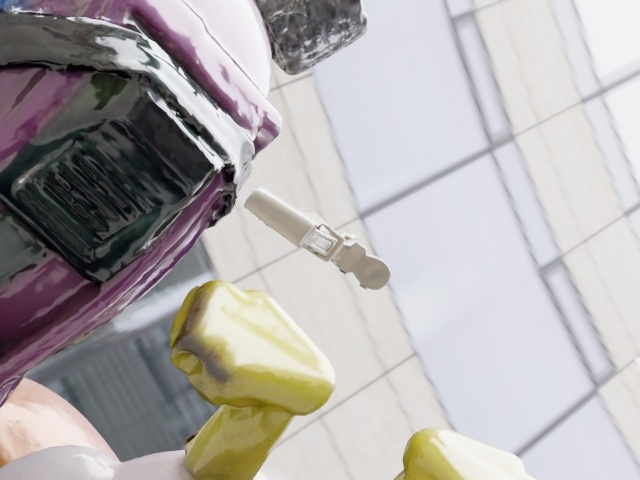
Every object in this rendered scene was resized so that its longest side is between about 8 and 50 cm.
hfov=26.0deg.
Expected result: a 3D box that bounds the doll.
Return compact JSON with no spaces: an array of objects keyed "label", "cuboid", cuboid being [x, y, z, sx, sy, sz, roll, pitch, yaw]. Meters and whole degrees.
[{"label":"doll","cuboid":[-0.073,0.169,0.462,0.160,0.094,0.365,33,-51,-4]}]

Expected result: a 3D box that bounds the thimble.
[{"label":"thimble","cuboid":[-0.022,-0.156,0.852,0.104,0.066,0.095,49,-9,46]}]

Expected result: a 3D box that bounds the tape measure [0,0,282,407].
[{"label":"tape measure","cuboid":[-0.140,-0.046,0.556,0.245,0.232,0.149,-33,-52,13]}]

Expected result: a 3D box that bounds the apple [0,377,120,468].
[{"label":"apple","cuboid":[-0.229,0.209,0.861,0.206,0.251,0.272,92,-5,-69]}]

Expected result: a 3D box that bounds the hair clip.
[{"label":"hair clip","cuboid":[0.000,0.000,1.304,0.072,0.226,0.034,41,-84,28]}]
